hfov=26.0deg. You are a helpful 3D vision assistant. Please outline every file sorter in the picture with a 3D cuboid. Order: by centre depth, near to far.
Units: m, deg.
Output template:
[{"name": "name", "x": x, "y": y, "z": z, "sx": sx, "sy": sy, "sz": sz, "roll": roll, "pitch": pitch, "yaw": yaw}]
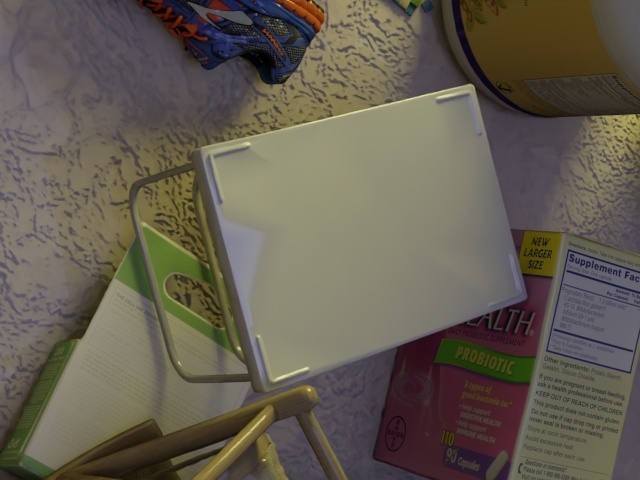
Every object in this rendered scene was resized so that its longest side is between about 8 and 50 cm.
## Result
[{"name": "file sorter", "x": 0.000, "y": 0.000, "z": 1.188, "sx": 0.277, "sy": 0.173, "sz": 0.193, "roll": -16, "pitch": 93, "yaw": -33}]

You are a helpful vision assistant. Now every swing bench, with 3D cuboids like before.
[{"name": "swing bench", "x": -0.082, "y": 0.274, "z": 1.063, "sx": 0.165, "sy": 0.254, "sz": 0.253, "roll": -39, "pitch": 107, "yaw": -48}]

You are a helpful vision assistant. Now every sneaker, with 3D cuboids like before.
[{"name": "sneaker", "x": -0.099, "y": -0.194, "z": 1.201, "sx": 0.221, "sy": 0.083, "sz": 0.087, "roll": 15, "pitch": 91, "yaw": -26}]

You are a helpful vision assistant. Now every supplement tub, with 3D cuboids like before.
[{"name": "supplement tub", "x": 0.290, "y": -0.235, "z": 1.267, "sx": 0.241, "sy": 0.331, "sz": 0.241, "roll": -2, "pitch": 93, "yaw": -29}]

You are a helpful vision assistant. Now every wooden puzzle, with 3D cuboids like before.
[{"name": "wooden puzzle", "x": 0.082, "y": -0.252, "z": 1.336, "sx": 0.083, "sy": 0.006, "sz": 0.049, "roll": 36, "pitch": 76, "yaw": -26}]

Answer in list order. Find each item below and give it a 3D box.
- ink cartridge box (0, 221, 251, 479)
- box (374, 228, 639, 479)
[{"name": "ink cartridge box", "x": -0.151, "y": 0.128, "z": 1.205, "sx": 0.171, "sy": 0.056, "sz": 0.235, "roll": 35, "pitch": 63, "yaw": -26}, {"name": "box", "x": 0.176, "y": 0.116, "z": 1.292, "sx": 0.117, "sy": 0.213, "sz": 0.243, "roll": 17, "pitch": 85, "yaw": -29}]
